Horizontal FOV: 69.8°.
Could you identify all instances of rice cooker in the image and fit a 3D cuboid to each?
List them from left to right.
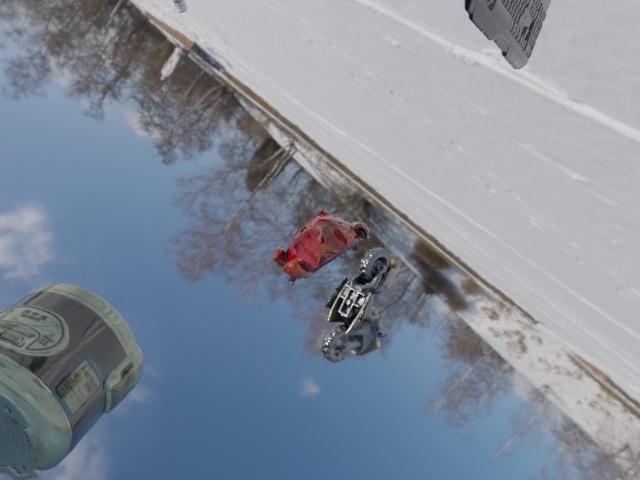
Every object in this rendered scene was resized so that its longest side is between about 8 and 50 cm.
[{"bbox_3d":[-0.502,0.239,0.837,0.288,0.288,0.277,38,-152,-3],"label":"rice cooker"}]

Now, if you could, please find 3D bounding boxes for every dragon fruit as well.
[{"bbox_3d":[-0.002,0.001,0.587,0.068,0.126,0.112,58,159,5],"label":"dragon fruit"}]

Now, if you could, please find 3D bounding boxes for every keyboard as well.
[{"bbox_3d":[0.206,-0.255,0.481,0.016,0.106,0.262,24,-162,29],"label":"keyboard"}]

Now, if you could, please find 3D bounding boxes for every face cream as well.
[{"bbox_3d":[-0.240,-0.416,0.714,0.038,0.020,0.115,-109,-2,-46],"label":"face cream"}]

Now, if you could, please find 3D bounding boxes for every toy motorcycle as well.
[{"bbox_3d":[0.084,0.127,0.870,0.129,0.229,0.094,26,180,-41],"label":"toy motorcycle"}]
